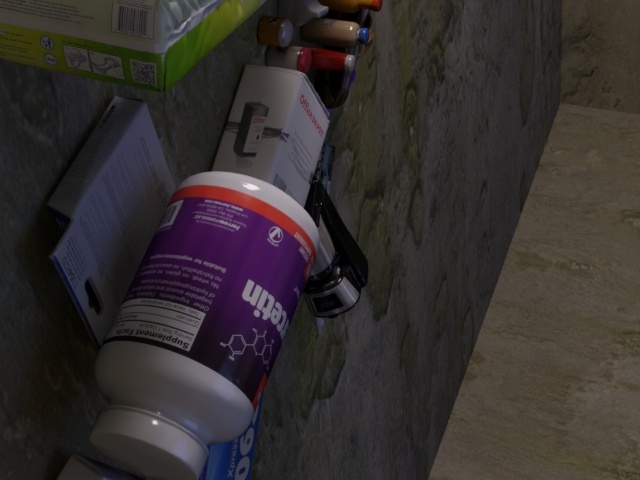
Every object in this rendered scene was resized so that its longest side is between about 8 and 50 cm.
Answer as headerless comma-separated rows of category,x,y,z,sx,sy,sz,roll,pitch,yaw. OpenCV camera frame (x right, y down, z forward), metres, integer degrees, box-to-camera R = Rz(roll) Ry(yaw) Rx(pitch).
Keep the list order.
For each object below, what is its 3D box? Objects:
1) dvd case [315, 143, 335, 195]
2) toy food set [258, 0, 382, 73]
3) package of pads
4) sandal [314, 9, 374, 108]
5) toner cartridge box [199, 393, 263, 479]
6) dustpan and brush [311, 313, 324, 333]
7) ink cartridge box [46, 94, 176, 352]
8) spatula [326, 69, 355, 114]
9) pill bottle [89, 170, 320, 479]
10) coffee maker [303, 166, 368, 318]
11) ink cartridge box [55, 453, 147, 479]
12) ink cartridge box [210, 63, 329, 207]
dvd case,-0.004,-0.115,2.051,0.119,0.013,0.087,0,96,-70
toy food set,0.003,-0.298,1.831,0.232,0.105,0.111,-43,140,-60
package of pads,-0.177,-0.248,1.147,0.296,0.229,0.101,-54,152,-53
sandal,0.050,-0.307,1.965,0.060,0.090,0.219,10,92,-39
toner cartridge box,-0.165,0.375,1.770,0.165,0.075,0.347,-9,109,-69
dustpan and brush,-0.017,0.047,2.036,0.147,0.060,0.211,-37,135,-63
ink cartridge box,-0.231,-0.005,1.408,0.223,0.045,0.224,78,30,-50
spatula,0.053,-0.341,2.068,0.084,0.030,0.296,57,47,-56
pill bottle,-0.131,0.095,1.402,0.181,0.182,0.323,71,36,-56
coffee maker,0.000,0.000,1.907,0.171,0.120,0.178,-60,138,-30
ink cartridge box,-0.291,0.370,1.474,0.232,0.066,0.189,-54,158,-6
ink cartridge box,-0.072,-0.109,1.743,0.158,0.092,0.217,54,52,-65
